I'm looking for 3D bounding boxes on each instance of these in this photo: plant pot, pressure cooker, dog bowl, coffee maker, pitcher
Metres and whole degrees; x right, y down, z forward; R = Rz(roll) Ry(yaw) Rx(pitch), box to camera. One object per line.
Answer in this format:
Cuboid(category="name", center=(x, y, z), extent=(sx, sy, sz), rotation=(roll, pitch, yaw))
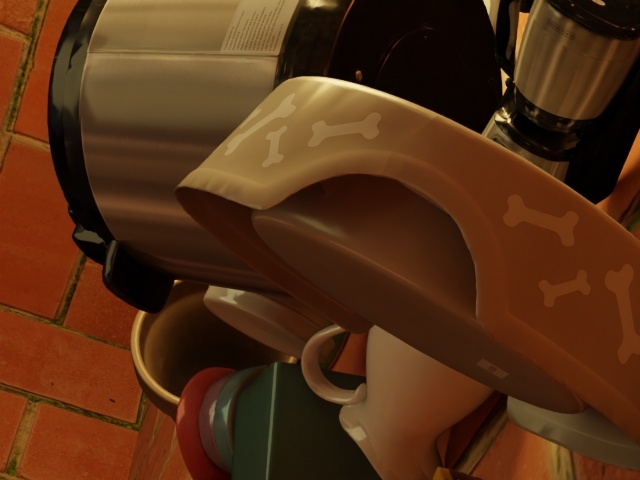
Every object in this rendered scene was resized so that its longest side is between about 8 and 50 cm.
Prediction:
Cuboid(category="plant pot", center=(0.000, 0.264, 1.266), extent=(0.166, 0.165, 0.234), rotation=(130, 149, -63))
Cuboid(category="pressure cooker", center=(-0.067, -0.133, 1.311), extent=(0.370, 0.420, 0.376), rotation=(-34, -58, -48))
Cuboid(category="dog bowl", center=(0.079, 0.019, 0.835), extent=(0.102, 0.348, 0.349), rotation=(-59, 9, -8))
Cuboid(category="coffee maker", center=(0.208, -0.117, 0.970), extent=(0.120, 0.171, 0.178), rotation=(-117, 33, -40))
Cuboid(category="pitcher", center=(0.074, 0.097, 1.135), extent=(0.125, 0.177, 0.207), rotation=(-28, -32, -50))
Cuboid(category="plant pot", center=(-0.161, 0.209, 2.024), extent=(0.229, 0.263, 0.263), rotation=(93, -173, -54))

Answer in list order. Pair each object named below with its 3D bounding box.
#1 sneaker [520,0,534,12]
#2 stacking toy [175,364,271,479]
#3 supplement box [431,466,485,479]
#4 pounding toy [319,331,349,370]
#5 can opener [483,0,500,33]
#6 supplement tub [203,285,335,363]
Cuboid(category="sneaker", center=(0.250, -0.355, 1.275), extent=(0.130, 0.109, 0.286), rotation=(-105, 27, -55))
Cuboid(category="stacking toy", center=(-0.060, 0.308, 1.433), extent=(0.130, 0.279, 0.309), rotation=(-7, 54, 38))
Cuboid(category="supplement box", center=(0.096, 0.279, 0.940), extent=(0.104, 0.080, 0.188), rotation=(-111, 42, -73))
Cuboid(category="pounding toy", center=(-0.013, 0.061, 1.800), extent=(0.183, 0.110, 0.237), rotation=(156, 132, -75))
Cuboid(category="can opener", center=(0.172, -0.334, 1.566), extent=(0.093, 0.074, 0.280), rotation=(-21, 60, 25))
Cuboid(category="supplement tub", center=(-0.008, -0.007, 1.570), extent=(0.272, 0.191, 0.191), rotation=(-63, 8, -14))
